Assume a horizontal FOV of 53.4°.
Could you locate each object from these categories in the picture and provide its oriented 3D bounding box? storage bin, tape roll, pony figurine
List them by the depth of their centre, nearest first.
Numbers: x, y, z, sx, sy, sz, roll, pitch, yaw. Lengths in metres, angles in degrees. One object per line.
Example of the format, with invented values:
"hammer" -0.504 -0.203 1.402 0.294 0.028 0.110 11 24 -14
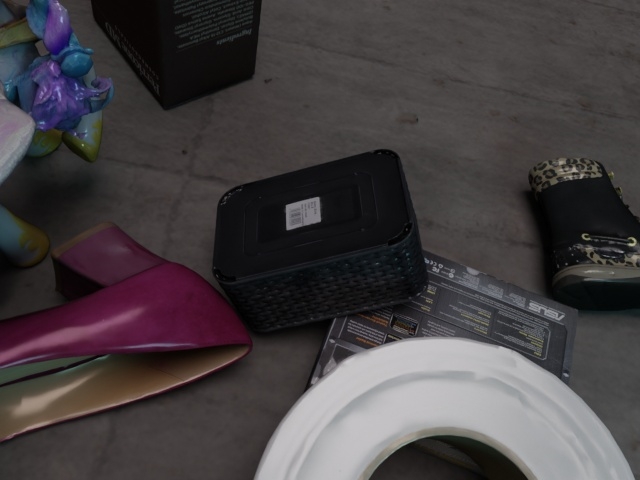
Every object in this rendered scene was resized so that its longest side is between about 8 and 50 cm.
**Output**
"tape roll" 0.085 0.219 0.473 0.286 0.100 0.286 2 72 -5
"pony figurine" -0.302 -0.096 0.475 0.303 0.363 0.351 27 57 5
"storage bin" 0.000 0.000 0.595 0.180 0.084 0.122 -13 47 10

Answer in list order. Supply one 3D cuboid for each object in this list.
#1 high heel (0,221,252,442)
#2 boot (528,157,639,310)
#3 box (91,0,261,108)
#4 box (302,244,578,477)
"high heel" -0.228 0.136 0.483 0.181 0.127 0.377 34 57 15
"boot" 0.359 -0.009 0.725 0.237 0.085 0.178 2 55 -10
"box" -0.158 -0.346 0.654 0.143 0.381 0.191 -30 67 -24
"box" 0.121 0.110 0.615 0.231 0.056 0.183 21 57 2
